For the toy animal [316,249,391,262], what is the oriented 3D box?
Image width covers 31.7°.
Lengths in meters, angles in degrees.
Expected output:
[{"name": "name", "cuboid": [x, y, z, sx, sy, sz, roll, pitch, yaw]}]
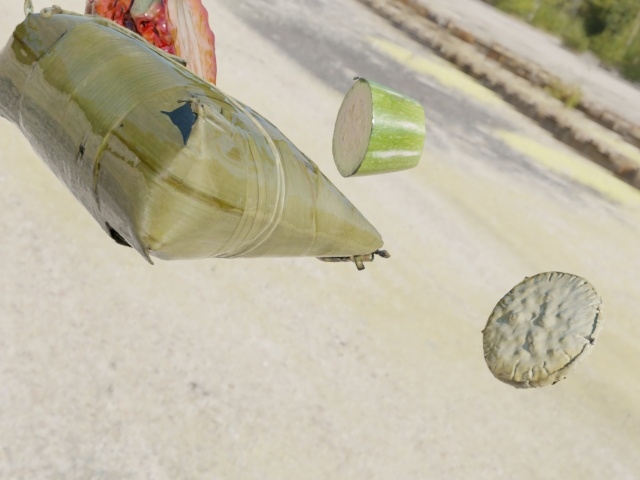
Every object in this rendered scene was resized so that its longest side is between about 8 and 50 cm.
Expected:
[{"name": "toy animal", "cuboid": [0.015, -0.004, 1.424, 0.086, 0.069, 0.220, -21, 24, -38]}]

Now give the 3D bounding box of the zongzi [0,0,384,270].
[{"name": "zongzi", "cuboid": [-0.174, -0.125, 1.246, 0.447, 0.181, 0.418, 42, 15, 33]}]

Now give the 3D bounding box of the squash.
[{"name": "squash", "cuboid": [0.099, -0.185, 1.883, 0.123, 0.170, 0.170, 3, 23, -15]}]

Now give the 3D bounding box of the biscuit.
[{"name": "biscuit", "cuboid": [0.238, 0.095, 1.225, 0.020, 0.152, 0.152, 44, 4, -34]}]

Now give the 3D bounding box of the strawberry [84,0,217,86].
[{"name": "strawberry", "cuboid": [-0.236, -0.231, 1.622, 0.149, 0.336, 0.265, -10, 28, 8]}]
